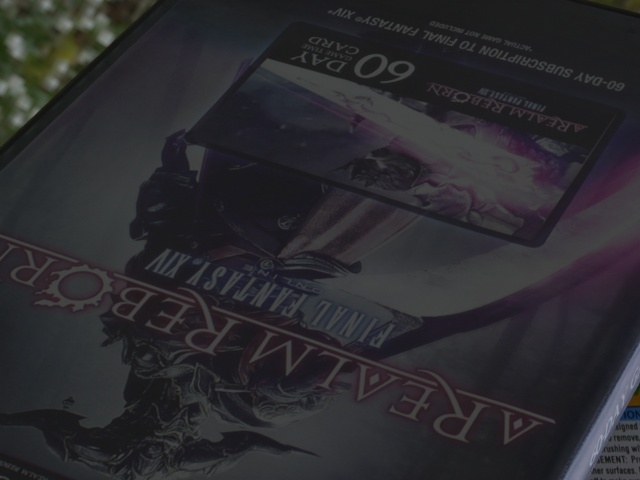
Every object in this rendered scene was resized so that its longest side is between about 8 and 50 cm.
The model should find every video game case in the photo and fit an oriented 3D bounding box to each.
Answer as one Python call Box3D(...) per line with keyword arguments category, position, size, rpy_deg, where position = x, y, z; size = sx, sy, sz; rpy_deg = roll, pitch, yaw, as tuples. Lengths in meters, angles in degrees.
Box3D(category="video game case", position=(0.000, 0.000, 0.525), size=(0.274, 0.196, 0.026), rpy_deg=(-51, 151, -44))

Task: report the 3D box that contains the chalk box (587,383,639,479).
Box3D(category="chalk box", position=(0.183, 0.102, 0.867), size=(0.180, 0.179, 0.289), rpy_deg=(-6, -168, 31))
